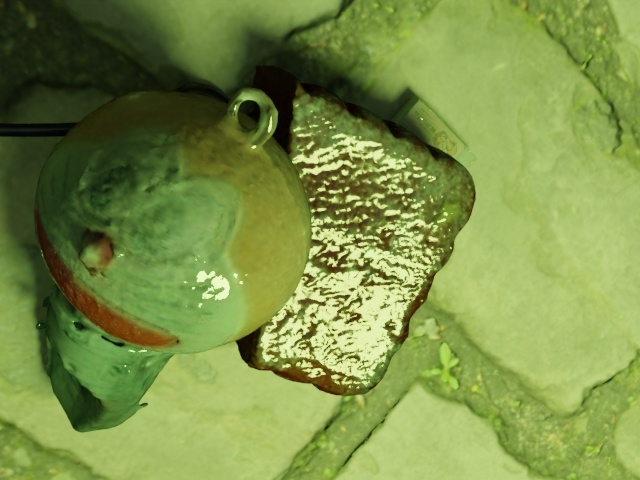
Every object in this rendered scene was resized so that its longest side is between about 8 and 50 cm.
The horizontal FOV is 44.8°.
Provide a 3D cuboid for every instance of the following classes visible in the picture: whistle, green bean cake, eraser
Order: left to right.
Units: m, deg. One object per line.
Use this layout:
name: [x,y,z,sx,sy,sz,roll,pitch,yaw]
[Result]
whistle: [-0.131,0.033,0.542,0.189,0.189,0.348,24,125,-22]
green bean cake: [0.000,0.000,0.645,0.198,0.097,0.233,20,102,-19]
eraser: [0.100,-0.088,0.691,0.083,0.019,0.038,39,95,-24]

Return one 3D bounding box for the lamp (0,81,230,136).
lamp: [-0.237,-0.074,0.544,0.371,0.108,0.130,11,108,-20]
